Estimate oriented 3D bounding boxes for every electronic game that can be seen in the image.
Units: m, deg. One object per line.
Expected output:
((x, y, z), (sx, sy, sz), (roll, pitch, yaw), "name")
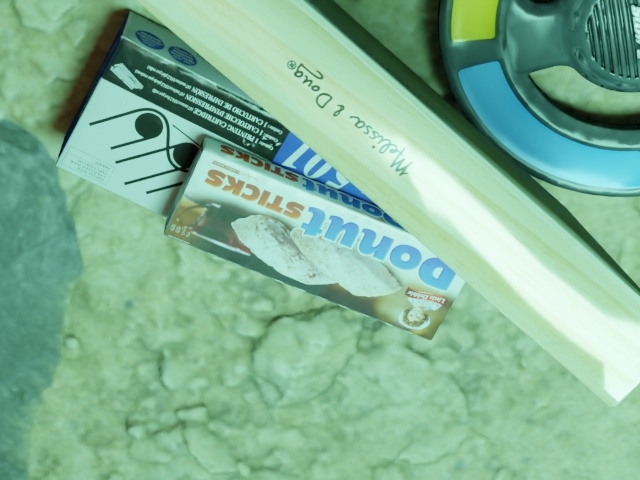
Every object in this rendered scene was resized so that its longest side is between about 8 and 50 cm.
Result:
((0.183, -0.128, 1.047), (0.229, 0.048, 0.229), (1, 119, 1), "electronic game")

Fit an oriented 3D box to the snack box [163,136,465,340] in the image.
((0.000, 0.000, 1.084), (0.178, 0.022, 0.064), (22, 117, -11), "snack box")

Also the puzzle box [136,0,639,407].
((-0.008, -0.097, 0.921), (0.409, 0.272, 0.052), (40, 98, -12), "puzzle box")

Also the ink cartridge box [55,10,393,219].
((-0.046, -0.048, 1.098), (0.207, 0.046, 0.097), (25, 118, -12), "ink cartridge box")
